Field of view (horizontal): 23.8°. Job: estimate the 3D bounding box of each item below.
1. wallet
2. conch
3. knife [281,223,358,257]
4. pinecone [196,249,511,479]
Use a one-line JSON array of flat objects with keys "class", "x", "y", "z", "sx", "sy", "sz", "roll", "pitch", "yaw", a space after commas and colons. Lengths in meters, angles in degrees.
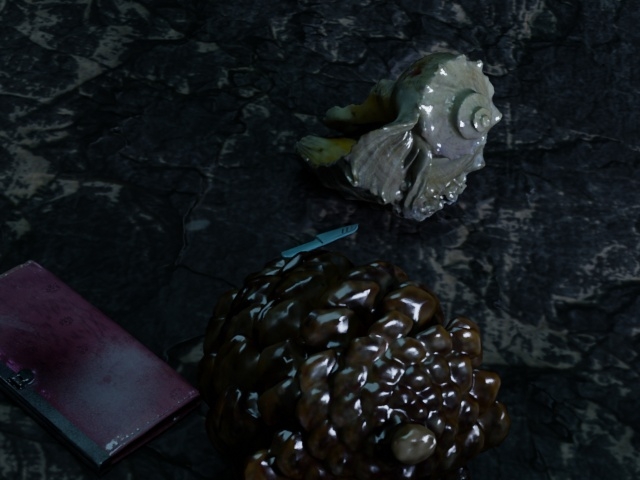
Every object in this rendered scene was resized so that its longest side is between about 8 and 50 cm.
[{"class": "wallet", "x": -0.221, "y": 0.104, "z": 1.316, "sx": 0.232, "sy": 0.025, "sz": 0.119, "roll": 34, "pitch": 48, "yaw": 29}, {"class": "conch", "x": 0.070, "y": -0.103, "z": 1.493, "sx": 0.178, "sy": 0.163, "sz": 0.245, "roll": -7, "pitch": 9, "yaw": -37}, {"class": "knife", "x": 0.000, "y": 0.000, "z": 1.471, "sx": 0.091, "sy": 0.005, "sz": 0.014, "roll": -21, "pitch": 48, "yaw": -27}, {"class": "pinecone", "x": 0.012, "y": 0.115, "z": 1.184, "sx": 0.224, "sy": 0.224, "sz": 0.272, "roll": -17, "pitch": 25, "yaw": -23}]
